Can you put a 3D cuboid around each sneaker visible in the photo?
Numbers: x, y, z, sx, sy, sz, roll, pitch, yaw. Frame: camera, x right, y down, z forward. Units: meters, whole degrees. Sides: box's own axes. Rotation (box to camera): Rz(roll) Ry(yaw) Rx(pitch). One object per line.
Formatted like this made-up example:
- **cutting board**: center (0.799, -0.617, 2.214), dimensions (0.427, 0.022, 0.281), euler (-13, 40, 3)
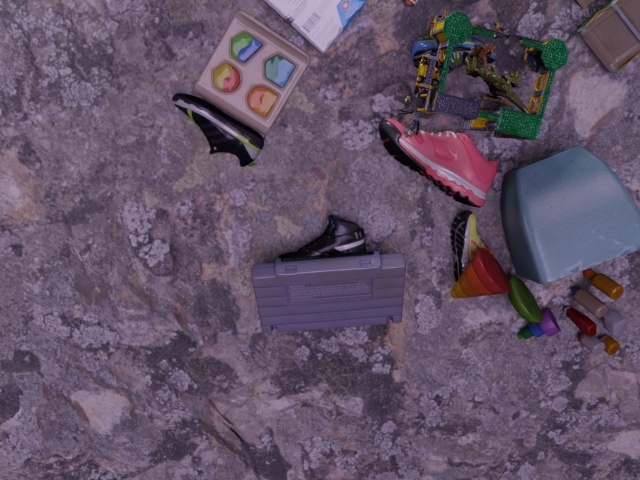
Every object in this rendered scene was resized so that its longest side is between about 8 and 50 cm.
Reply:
- **sneaker**: center (0.376, 0.021, 1.443), dimensions (0.094, 0.081, 0.208), euler (-10, 115, -6)
- **sneaker**: center (0.294, -0.410, 1.311), dimensions (0.188, 0.067, 0.078), euler (0, 129, -3)
- **sneaker**: center (0.274, -0.207, 1.361), dimensions (0.314, 0.116, 0.136), euler (33, 90, -15)
- **sneaker**: center (0.000, 0.000, 1.428), dimensions (0.217, 0.079, 0.121), euler (-5, 98, -1)
- **sneaker**: center (-0.239, -0.241, 1.332), dimensions (0.235, 0.084, 0.097), euler (30, 106, -11)

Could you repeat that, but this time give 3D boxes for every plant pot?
- **plant pot**: center (0.540, -0.069, 1.336), dimensions (0.247, 0.248, 0.252), euler (-23, 89, 5)

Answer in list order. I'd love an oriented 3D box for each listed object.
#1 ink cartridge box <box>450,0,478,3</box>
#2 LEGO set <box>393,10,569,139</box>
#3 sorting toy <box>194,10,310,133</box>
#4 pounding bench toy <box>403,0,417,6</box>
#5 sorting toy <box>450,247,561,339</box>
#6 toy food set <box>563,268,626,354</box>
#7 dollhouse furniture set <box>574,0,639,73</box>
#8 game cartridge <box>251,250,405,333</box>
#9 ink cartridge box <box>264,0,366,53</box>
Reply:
- **ink cartridge box**: center (0.314, -0.592, 1.223), dimensions (0.060, 0.104, 0.180), euler (7, 108, -4)
- **LEGO set**: center (0.329, -0.337, 1.252), dimensions (0.332, 0.192, 0.254), euler (1, 101, -13)
- **sorting toy**: center (-0.153, -0.370, 1.316), dimensions (0.193, 0.038, 0.208), euler (31, 105, -11)
- **pounding bench toy**: center (0.194, -0.535, 1.249), dimensions (0.052, 0.083, 0.065), euler (32, 103, -11)
- **sorting toy**: center (0.444, 0.159, 1.448), dimensions (0.126, 0.127, 0.366), euler (-36, 127, 27)
- **toy food set**: center (0.697, 0.191, 1.509), dimensions (0.111, 0.104, 0.232), euler (-26, 125, -7)
- **dollhouse furniture set**: center (0.623, -0.545, 1.270), dimensions (0.302, 0.151, 0.198), euler (34, 126, -29)
- **game cartridge**: center (0.023, 0.126, 1.423), dimensions (0.355, 0.068, 0.230), euler (-4, 131, 0)
- **ink cartridge box**: center (-0.022, -0.513, 1.251), dimensions (0.191, 0.082, 0.139), euler (40, 102, -12)
